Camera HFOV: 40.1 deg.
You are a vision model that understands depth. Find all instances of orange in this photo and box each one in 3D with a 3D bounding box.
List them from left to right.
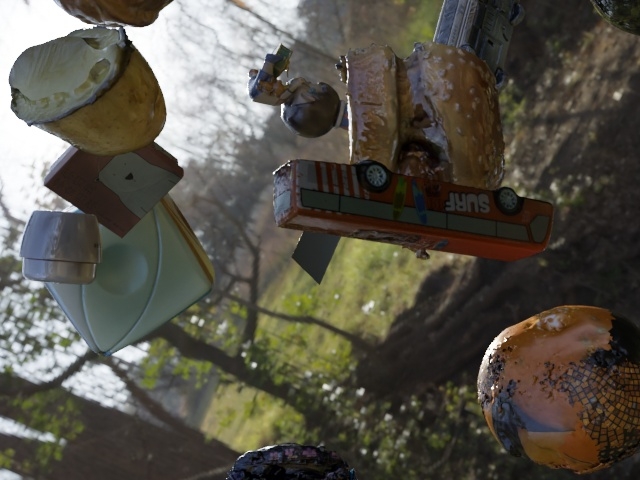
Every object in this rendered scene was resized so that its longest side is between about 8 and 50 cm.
[{"bbox_3d":[0.316,0.181,1.107,0.234,0.182,0.234,-24,13,6],"label":"orange"}]

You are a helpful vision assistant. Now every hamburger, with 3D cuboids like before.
[{"bbox_3d":[0.172,-0.118,1.459,0.445,0.268,0.287,69,-160,-72],"label":"hamburger"}]

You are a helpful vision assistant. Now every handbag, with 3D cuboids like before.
[{"bbox_3d":[-0.056,0.440,1.550,0.127,0.229,0.208,-101,15,-47],"label":"handbag"}]

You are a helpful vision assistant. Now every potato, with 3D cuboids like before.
[{"bbox_3d":[-0.404,-0.257,1.606,0.242,0.285,0.242,38,-134,-55],"label":"potato"}]

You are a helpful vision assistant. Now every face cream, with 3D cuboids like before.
[{"bbox_3d":[-0.377,0.011,1.277,0.117,0.117,0.104,88,-175,-87],"label":"face cream"}]

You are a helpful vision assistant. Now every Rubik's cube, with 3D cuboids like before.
[{"bbox_3d":[-0.488,0.040,2.186,0.351,0.347,0.352,-31,14,-1],"label":"Rubik's cube"}]

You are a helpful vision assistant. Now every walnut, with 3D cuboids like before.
[{"bbox_3d":[-0.488,-0.646,2.083,0.306,0.306,0.344,-67,-16,5],"label":"walnut"}]

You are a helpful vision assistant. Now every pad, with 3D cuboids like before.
[{"bbox_3d":[0.000,0.000,1.587,0.127,0.004,0.190,-65,-20,-10],"label":"pad"}]

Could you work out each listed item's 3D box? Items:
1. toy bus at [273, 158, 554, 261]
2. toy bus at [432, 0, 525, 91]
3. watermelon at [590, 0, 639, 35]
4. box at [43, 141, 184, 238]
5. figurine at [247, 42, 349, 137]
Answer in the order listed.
[{"bbox_3d":[0.135,-0.041,1.210,0.093,0.409,0.092,150,125,-63],"label":"toy bus"},{"bbox_3d":[0.329,-0.434,1.917,0.157,0.139,0.289,0,72,52],"label":"toy bus"},{"bbox_3d":[0.650,-0.506,1.554,0.279,0.359,0.279,-10,-90,-87],"label":"watermelon"},{"bbox_3d":[-0.444,-0.146,1.889,0.215,0.215,0.086,-43,31,15],"label":"box"},{"bbox_3d":[-0.042,-0.341,2.097,0.158,0.275,0.161,-61,19,-17],"label":"figurine"}]
